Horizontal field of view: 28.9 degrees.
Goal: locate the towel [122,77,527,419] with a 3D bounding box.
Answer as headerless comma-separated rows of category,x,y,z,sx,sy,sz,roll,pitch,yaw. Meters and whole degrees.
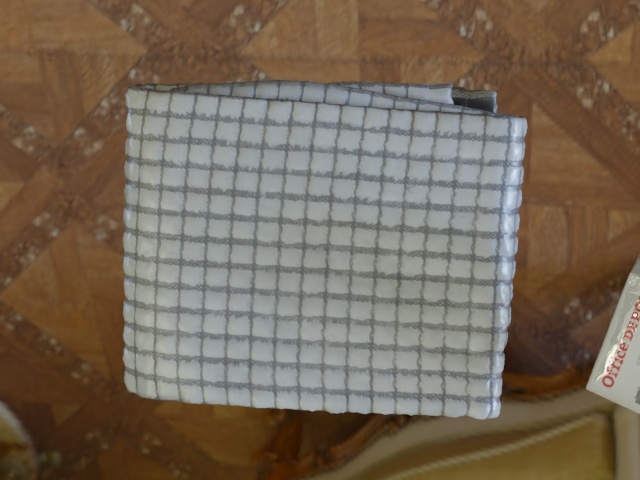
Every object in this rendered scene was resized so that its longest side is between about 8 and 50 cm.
towel,0.000,0.000,0.911,0.284,0.121,0.235,2,96,-1

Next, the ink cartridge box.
ink cartridge box,0.250,0.074,0.788,0.135,0.056,0.099,24,123,19
